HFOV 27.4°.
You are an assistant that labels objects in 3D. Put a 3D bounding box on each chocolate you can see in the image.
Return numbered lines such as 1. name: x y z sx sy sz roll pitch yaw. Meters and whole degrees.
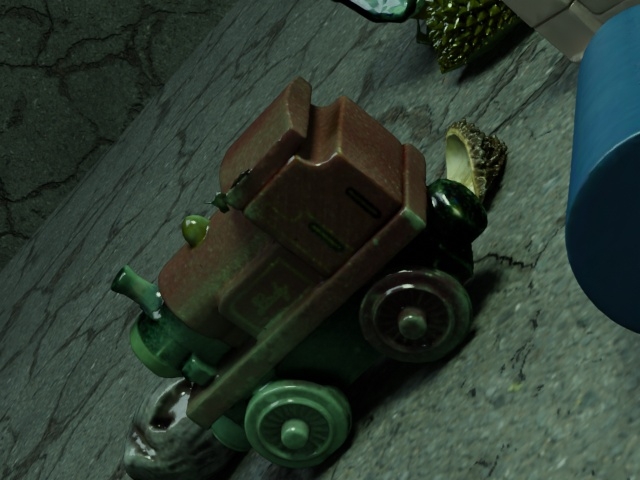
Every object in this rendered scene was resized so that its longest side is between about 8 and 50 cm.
1. chocolate: -0.088 0.132 1.221 0.248 0.110 0.110 -47 16 6

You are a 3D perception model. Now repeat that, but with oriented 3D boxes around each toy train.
1. toy train: -0.021 0.036 1.028 0.304 0.221 0.150 -45 19 24

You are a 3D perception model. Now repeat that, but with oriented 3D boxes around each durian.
1. durian: 0.129 -0.071 1.155 0.066 0.052 0.130 -52 16 8
2. durian: 0.174 -0.266 1.334 0.220 0.095 0.137 -25 66 43

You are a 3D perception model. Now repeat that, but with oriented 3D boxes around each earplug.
1. earplug: 0.212 -0.066 0.797 0.132 0.132 0.273 -43 14 26

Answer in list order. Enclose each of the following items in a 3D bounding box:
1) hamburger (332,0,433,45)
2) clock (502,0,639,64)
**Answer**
1. hamburger: 0.146 -0.329 1.557 0.276 0.150 0.260 -36 34 -1
2. clock: 0.304 -0.337 1.065 0.342 0.184 0.326 -19 31 53
